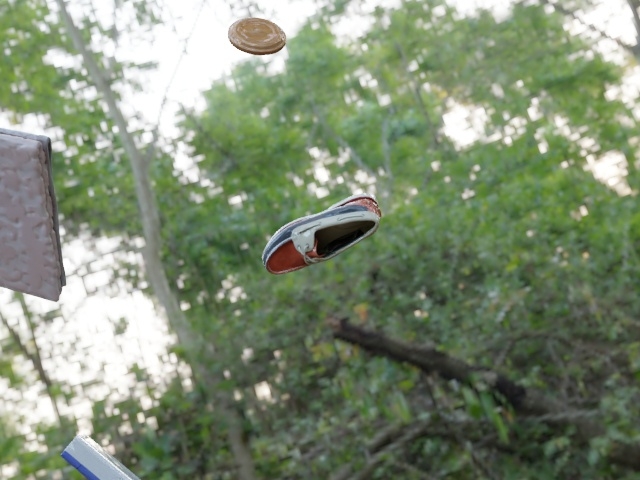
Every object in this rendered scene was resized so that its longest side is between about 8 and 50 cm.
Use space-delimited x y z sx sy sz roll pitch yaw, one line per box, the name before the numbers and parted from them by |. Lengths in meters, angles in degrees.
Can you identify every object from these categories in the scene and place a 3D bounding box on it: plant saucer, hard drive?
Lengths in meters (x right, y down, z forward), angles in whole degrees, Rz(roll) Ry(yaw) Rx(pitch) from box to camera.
plant saucer | -0.089 -0.289 1.648 0.084 0.083 0.013 -12 -40 -23
hard drive | -0.243 0.399 1.720 0.040 0.319 0.210 -50 3 -12

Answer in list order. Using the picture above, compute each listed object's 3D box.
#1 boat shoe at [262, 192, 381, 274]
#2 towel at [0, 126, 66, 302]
boat shoe | 0.000 0.000 1.175 0.137 0.043 0.049 -28 -58 16
towel | -0.572 -0.067 1.915 0.317 0.053 0.331 14 -50 12
